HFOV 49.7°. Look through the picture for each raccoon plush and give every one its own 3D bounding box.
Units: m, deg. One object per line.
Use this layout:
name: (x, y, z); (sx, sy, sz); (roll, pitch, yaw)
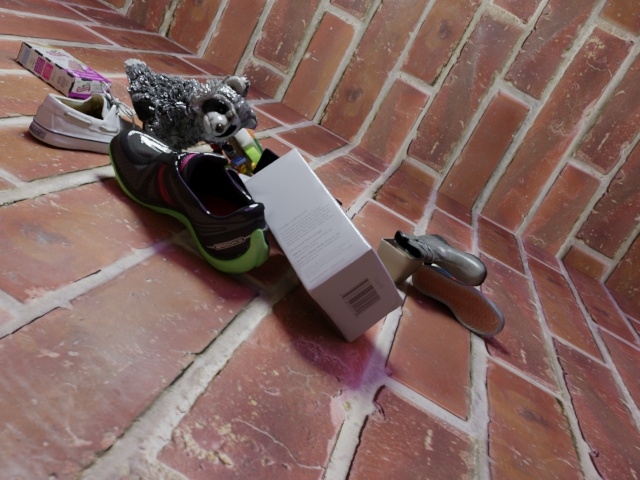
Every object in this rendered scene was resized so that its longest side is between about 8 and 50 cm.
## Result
raccoon plush: (-0.359, -0.417, 1.867); (0.216, 0.299, 0.446); (79, -13, -60)

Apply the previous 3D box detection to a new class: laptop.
laptop: (-0.046, -0.166, 1.816); (0.234, 0.137, 0.264); (35, -23, -4)

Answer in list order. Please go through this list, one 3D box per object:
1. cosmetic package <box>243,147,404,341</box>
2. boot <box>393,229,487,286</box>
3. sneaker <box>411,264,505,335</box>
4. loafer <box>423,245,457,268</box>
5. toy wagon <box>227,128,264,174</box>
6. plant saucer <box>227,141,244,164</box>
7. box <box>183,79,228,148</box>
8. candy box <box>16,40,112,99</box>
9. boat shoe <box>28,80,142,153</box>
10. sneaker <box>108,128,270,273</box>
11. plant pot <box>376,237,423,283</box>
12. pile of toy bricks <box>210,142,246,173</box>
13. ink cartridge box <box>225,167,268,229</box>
cosmetic package: (0.000, 0.000, 1.488); (0.385, 0.156, 0.217); (54, -1, 45)
boot: (0.315, 0.051, 1.866); (0.161, 0.083, 0.246); (4, 23, -41)
sneaker: (0.405, 0.157, 1.948); (0.302, 0.108, 0.121); (38, 23, 32)
loafer: (0.382, 0.060, 2.217); (0.087, 0.094, 0.251); (32, 17, -4)
toy wagon: (-0.221, -0.272, 2.025); (0.344, 0.068, 0.267); (46, -11, 50)
plant saucer: (-0.227, -0.268, 2.305); (0.198, 0.036, 0.198); (26, 18, -9)
box: (-0.384, -0.432, 2.350); (0.247, 0.142, 0.163); (32, 17, 9)
candy box: (-0.770, -0.507, 2.080); (0.233, 0.071, 0.159); (33, 18, 17)
boat shoe: (-0.547, -0.314, 1.721); (0.136, 0.156, 0.367); (36, 17, 22)
sneaker: (-0.275, -0.130, 1.498); (0.482, 0.202, 0.185); (35, 42, 25)
plant pot: (0.212, 0.061, 1.940); (0.109, 0.096, 0.109); (38, 19, 27)
pile of toy bricks: (-0.266, -0.190, 1.935); (0.212, 0.118, 0.105); (25, -34, 46)
ink cartridge box: (-0.197, -0.105, 1.731); (0.127, 0.072, 0.175); (20, 19, -30)
